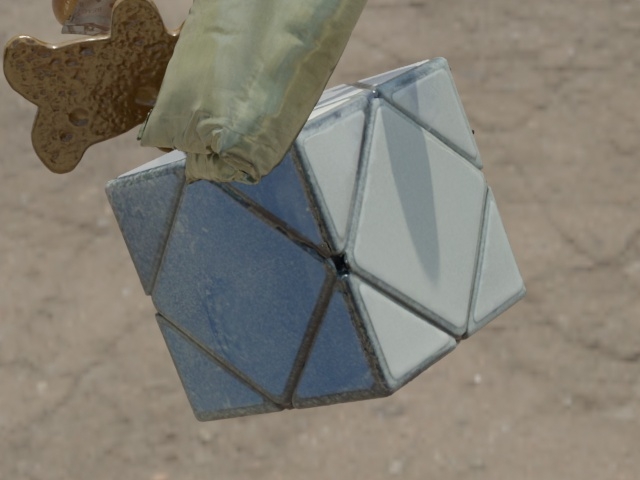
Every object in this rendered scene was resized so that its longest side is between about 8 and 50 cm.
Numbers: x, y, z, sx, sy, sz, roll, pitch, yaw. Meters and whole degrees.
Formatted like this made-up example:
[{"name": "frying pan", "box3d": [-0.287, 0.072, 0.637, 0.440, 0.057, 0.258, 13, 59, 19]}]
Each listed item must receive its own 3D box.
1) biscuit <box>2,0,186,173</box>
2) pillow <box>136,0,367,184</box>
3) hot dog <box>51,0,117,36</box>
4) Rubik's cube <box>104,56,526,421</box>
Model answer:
[{"name": "biscuit", "box3d": [-0.148, -0.134, 1.458, 0.205, 0.138, 0.031, -19, 21, 1]}, {"name": "pillow", "box3d": [-0.036, -0.116, 1.052, 0.077, 0.181, 0.134, 28, -4, -27]}, {"name": "hot dog", "box3d": [-0.185, -0.301, 1.656, 0.075, 0.268, 0.144, 28, 32, -2]}, {"name": "Rubik's cube", "box3d": [0.000, 0.000, 1.354, 0.205, 0.205, 0.207, -12, 11, 42]}]
